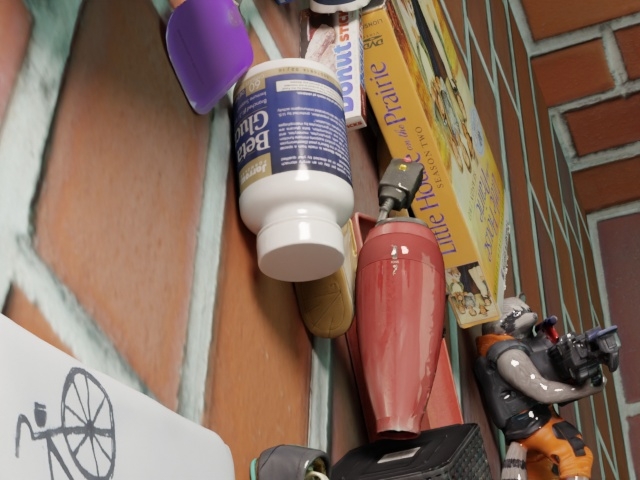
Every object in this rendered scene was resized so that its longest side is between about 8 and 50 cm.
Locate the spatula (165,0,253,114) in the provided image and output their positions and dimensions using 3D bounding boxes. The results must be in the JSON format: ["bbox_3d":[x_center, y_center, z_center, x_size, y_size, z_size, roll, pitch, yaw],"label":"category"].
[{"bbox_3d":[-0.066,-0.212,1.115,0.296,0.030,0.084,-69,141,-53],"label":"spatula"}]

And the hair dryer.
[{"bbox_3d":[0.092,0.073,1.185,0.293,0.080,0.223,-65,143,-57],"label":"hair dryer"}]

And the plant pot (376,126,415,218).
[{"bbox_3d":[0.116,-0.057,1.620,0.236,0.032,0.236,-15,90,-73],"label":"plant pot"}]

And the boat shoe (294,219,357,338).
[{"bbox_3d":[0.000,0.000,1.160,0.059,0.063,0.170,-23,107,-76],"label":"boat shoe"}]

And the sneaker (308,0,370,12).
[{"bbox_3d":[0.013,-0.340,1.382,0.235,0.090,0.094,-100,176,-46],"label":"sneaker"}]

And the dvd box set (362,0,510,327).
[{"bbox_3d":[0.139,-0.146,1.607,0.307,0.062,0.420,-72,143,-59],"label":"dvd box set"}]

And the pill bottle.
[{"bbox_3d":[-0.022,-0.056,1.067,0.094,0.094,0.169,49,31,-56],"label":"pill bottle"}]

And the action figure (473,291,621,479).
[{"bbox_3d":[0.287,0.220,1.716,0.341,0.179,0.330,100,-23,-68],"label":"action figure"}]

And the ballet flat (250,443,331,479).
[{"bbox_3d":[-0.004,0.241,0.918,0.074,0.074,0.203,38,40,-64],"label":"ballet flat"}]

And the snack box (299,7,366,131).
[{"bbox_3d":[0.012,-0.178,1.331,0.022,0.064,0.178,59,23,-47],"label":"snack box"}]

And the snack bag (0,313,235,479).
[{"bbox_3d":[-0.110,0.217,0.654,0.342,0.037,0.323,47,32,-59],"label":"snack bag"}]

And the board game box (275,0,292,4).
[{"bbox_3d":[-0.063,-0.352,1.286,0.136,0.035,0.201,39,40,-63],"label":"board game box"}]

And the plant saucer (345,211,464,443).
[{"bbox_3d":[0.080,0.111,1.339,0.259,0.048,0.258,12,64,-71],"label":"plant saucer"}]

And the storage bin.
[{"bbox_3d":[0.073,0.219,1.093,0.180,0.122,0.084,-19,94,-73],"label":"storage bin"}]
